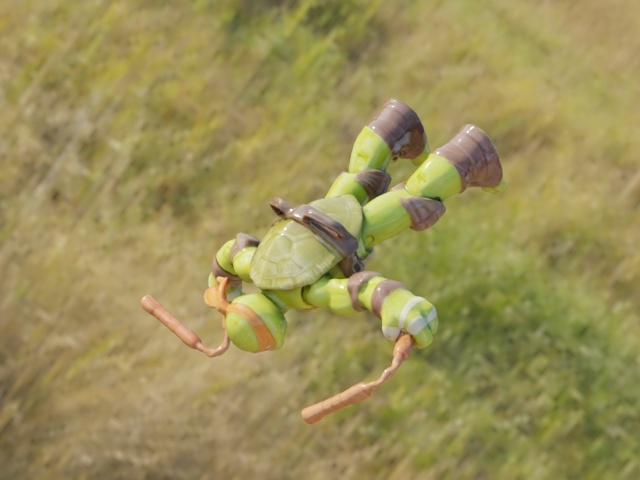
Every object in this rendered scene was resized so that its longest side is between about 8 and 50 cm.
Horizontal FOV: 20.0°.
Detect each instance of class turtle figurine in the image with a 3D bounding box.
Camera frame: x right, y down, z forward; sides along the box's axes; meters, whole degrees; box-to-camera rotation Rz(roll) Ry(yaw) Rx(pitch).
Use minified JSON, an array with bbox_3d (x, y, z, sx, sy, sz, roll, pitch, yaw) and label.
[{"bbox_3d":[0.000,0.000,1.162,0.269,0.217,0.087,10,-41,54],"label":"turtle figurine"}]
